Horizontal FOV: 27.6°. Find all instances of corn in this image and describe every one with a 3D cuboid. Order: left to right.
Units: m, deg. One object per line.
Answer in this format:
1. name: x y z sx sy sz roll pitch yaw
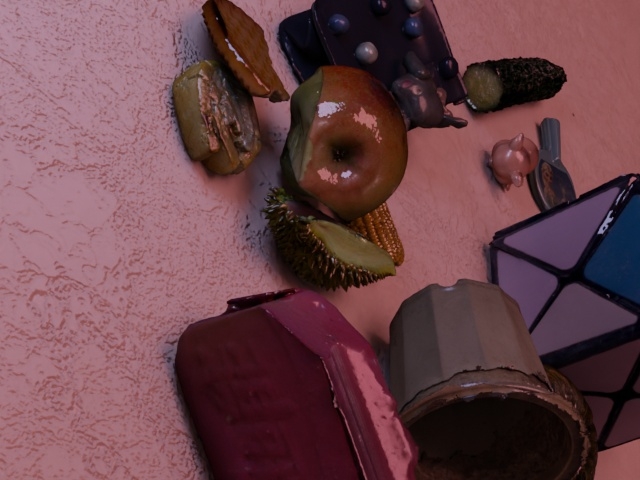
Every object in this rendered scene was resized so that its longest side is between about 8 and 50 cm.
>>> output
1. corn: 0.063 -0.047 1.864 0.072 0.072 0.203 -5 72 -54

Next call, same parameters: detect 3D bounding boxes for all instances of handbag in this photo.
1. handbag: 0.102 -0.265 2.014 0.325 0.118 0.269 -30 96 -49

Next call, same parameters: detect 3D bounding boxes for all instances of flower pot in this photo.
1. flower pot: 0.199 0.199 1.729 0.290 0.290 0.259 39 30 -32

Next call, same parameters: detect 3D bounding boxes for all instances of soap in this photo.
1. soap: -0.025 0.203 1.448 0.127 0.220 0.325 -2 71 -58

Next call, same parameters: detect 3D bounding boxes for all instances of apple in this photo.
1. apple: 0.034 -0.127 1.737 0.188 0.173 0.207 -127 -150 -65

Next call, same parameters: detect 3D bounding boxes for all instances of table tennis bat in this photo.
1. table tennis bat: 0.441 -0.132 2.463 0.149 0.038 0.237 33 47 -37

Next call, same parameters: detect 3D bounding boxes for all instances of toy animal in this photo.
1. toy animal: 0.346 -0.147 2.301 0.083 0.089 0.150 57 25 -4

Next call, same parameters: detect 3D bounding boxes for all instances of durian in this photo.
1. durian: -0.007 0.006 1.715 0.137 0.095 0.220 32 -2 45

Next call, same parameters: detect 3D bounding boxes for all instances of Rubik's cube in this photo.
1. Rubik's cube: 0.478 0.118 2.097 0.307 0.310 0.305 37 42 -36

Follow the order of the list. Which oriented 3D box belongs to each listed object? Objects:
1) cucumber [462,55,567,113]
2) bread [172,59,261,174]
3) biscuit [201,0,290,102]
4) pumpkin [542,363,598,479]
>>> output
1. cucumber: 0.379 -0.298 2.437 0.359 0.096 0.096 -17 82 -55
2. bread: -0.130 -0.158 1.684 0.117 0.064 0.156 5 63 -51
3. biscuit: -0.099 -0.256 1.765 0.176 0.031 0.228 53 14 -2
4. pumpkin: 0.317 0.288 1.904 0.223 0.157 0.224 17 66 -44
